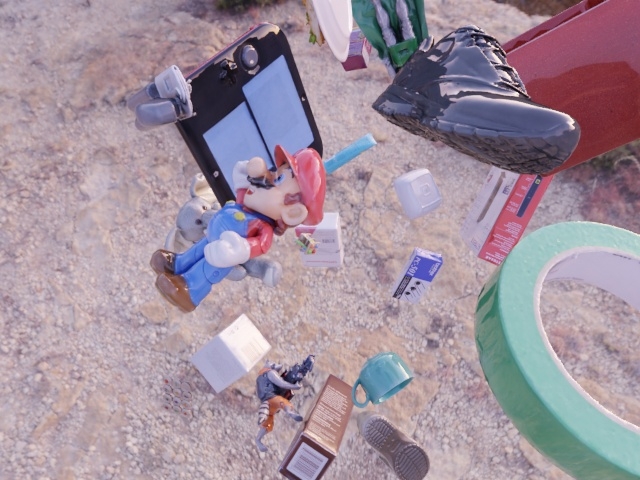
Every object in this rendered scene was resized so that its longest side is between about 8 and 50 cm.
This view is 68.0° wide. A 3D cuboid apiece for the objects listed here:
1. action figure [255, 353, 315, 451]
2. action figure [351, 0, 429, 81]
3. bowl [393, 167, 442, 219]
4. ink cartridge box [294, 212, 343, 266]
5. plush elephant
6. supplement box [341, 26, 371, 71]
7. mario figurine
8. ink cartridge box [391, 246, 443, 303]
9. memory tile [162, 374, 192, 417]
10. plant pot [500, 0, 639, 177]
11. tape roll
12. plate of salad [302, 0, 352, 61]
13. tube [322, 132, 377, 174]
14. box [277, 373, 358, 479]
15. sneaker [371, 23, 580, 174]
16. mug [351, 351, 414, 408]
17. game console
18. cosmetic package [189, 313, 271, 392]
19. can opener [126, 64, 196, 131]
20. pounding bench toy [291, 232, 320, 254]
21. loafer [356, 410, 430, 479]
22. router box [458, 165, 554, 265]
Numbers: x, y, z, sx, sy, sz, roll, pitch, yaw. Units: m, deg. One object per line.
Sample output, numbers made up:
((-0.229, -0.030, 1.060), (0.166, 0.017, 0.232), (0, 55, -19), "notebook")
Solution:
((-0.161, 0.565, 1.796), (0.178, 0.341, 0.330), (26, 18, -24), "action figure")
((0.152, -0.338, 0.854), (0.137, 0.232, 0.064), (-14, 34, 23), "action figure")
((0.303, -0.145, 1.434), (0.141, 0.053, 0.142), (-25, 93, -29), "bowl")
((0.000, 0.000, 1.793), (0.158, 0.218, 0.092), (1, 47, 9), "ink cartridge box")
((-0.276, -0.038, 1.308), (0.329, 0.255, 0.272), (3, 73, 30), "plush elephant")
((0.078, -0.413, 1.020), (0.054, 0.043, 0.084), (2, 67, 27), "supplement box")
((-0.134, -0.047, 0.745), (0.320, 0.170, 0.198), (-40, 68, -7), "mario figurine")
((0.322, 0.122, 1.598), (0.097, 0.207, 0.046), (16, 38, -7), "ink cartridge box")
((-0.481, 0.525, 1.590), (0.113, 0.148, 0.012), (12, 22, 15), "memory tile")
((0.437, -0.273, 0.873), (0.267, 0.236, 0.267), (-24, 15, 22), "plant pot")
((0.351, 0.125, 0.565), (0.320, 0.077, 0.322), (4, 54, -6), "tape roll")
((0.000, -0.337, 0.626), (0.048, 0.200, 0.200), (-8, 49, 19), "plate of salad")
((0.102, -0.314, 1.711), (0.207, 0.052, 0.080), (-32, 49, 10), "tube")
((0.004, 0.663, 1.679), (0.143, 0.191, 0.381), (31, 19, 8), "box")
((0.156, -0.160, 0.501), (0.109, 0.130, 0.286), (20, 16, -32), "sneaker")
((0.154, 0.354, 1.231), (0.157, 0.130, 0.097), (-10, 54, -40), "mug")
((-0.141, -0.244, 1.070), (0.060, 0.387, 0.342), (12, 51, 35), "game console")
((-0.294, 0.370, 1.557), (0.151, 0.183, 0.151), (51, 32, 0), "cosmetic package")
((-0.273, -0.221, 0.772), (0.093, 0.074, 0.280), (-24, 19, -25), "can opener")
((-0.052, 0.015, 1.641), (0.083, 0.052, 0.065), (0, 35, -49), "pounding bench toy")
((0.184, 0.517, 1.207), (0.102, 0.269, 0.092), (-40, 21, -9), "loafer")
((0.533, -0.106, 1.390), (0.082, 0.301, 0.335), (24, 13, 2), "router box")
